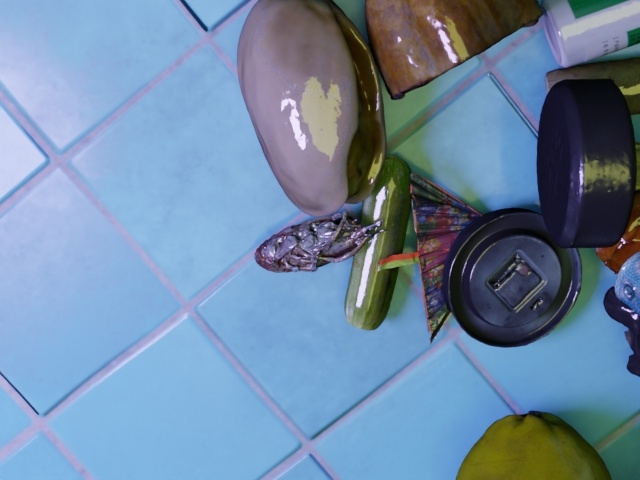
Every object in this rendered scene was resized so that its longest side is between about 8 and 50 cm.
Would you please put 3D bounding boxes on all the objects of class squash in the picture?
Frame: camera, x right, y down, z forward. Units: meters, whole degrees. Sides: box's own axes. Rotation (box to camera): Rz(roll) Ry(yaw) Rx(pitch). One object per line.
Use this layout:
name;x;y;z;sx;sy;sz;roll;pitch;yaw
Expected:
squash;0.075;0.002;1.829;0.066;0.066;0.228;10;102;-4

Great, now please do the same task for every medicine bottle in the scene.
medicine bottle;0.405;-0.296;1.759;0.260;0.095;0.095;-19;102;4

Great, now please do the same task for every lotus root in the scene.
lotus root;0.134;-0.287;1.716;0.188;0.199;0.180;-36;97;-39

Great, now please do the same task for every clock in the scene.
clock;0.244;0.046;1.836;0.185;0.040;0.184;-4;108;-13

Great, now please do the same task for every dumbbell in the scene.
dumbbell;0.433;-0.092;1.696;0.323;0.204;0.203;-1;102;-4

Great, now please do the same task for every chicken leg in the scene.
chicken leg;0.492;-0.043;1.826;0.304;0.093;0.113;-20;90;-2

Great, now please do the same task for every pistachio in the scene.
pistachio;-0.021;-0.172;1.737;0.197;0.166;0.288;-5;97;41

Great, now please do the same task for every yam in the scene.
yam;0.468;-0.204;1.789;0.372;0.083;0.083;-6;103;3

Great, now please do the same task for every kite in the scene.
kite;0.157;0.021;1.831;0.183;0.014;0.241;-12;113;-21

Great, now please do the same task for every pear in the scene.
pear;0.279;0.350;1.841;0.212;0.212;0.269;-7;96;0

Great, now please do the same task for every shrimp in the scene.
shrimp;0.001;0.001;1.804;0.190;0.073;0.074;-10;72;31

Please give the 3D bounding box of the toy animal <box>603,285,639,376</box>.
toy animal;0.471;0.187;1.781;0.106;0.343;0.168;-27;127;-13

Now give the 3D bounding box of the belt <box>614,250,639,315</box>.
belt;0.491;0.049;1.778;0.302;0.072;0.087;-3;119;-35
